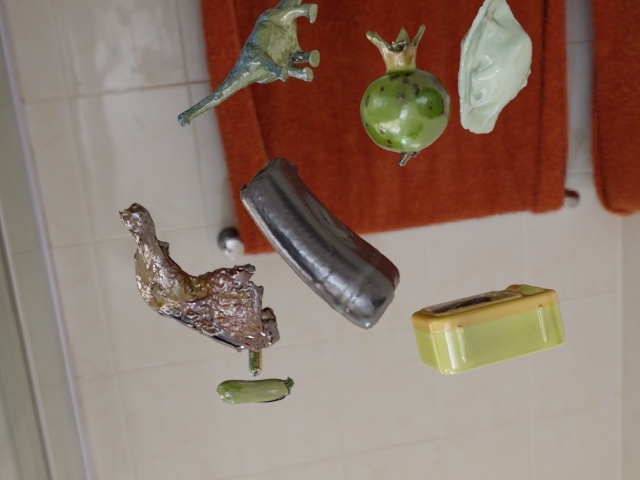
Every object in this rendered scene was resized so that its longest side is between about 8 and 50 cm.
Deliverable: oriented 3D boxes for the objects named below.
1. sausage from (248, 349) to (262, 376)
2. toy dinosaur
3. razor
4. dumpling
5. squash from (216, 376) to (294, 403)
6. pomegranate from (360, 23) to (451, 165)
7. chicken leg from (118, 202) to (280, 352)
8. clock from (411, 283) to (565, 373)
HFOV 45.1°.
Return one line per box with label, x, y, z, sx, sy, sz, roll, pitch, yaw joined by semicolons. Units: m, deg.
sausage;-0.154;0.232;1.812;0.032;0.033;0.269;-6;-149;-2
toy dinosaur;-0.069;-0.295;1.144;0.147;0.076;0.363;18;-112;31
razor;-0.001;0.002;1.405;0.113;0.349;0.204;-45;179;20
dumpling;0.264;-0.259;1.159;0.107;0.219;0.153;-2;-145;15
squash;-0.130;0.309;1.583;0.183;0.052;0.052;6;-176;-38
pomegranate;0.129;-0.245;1.278;0.156;0.220;0.156;-21;173;-3
chicken leg;-0.195;0.073;1.223;0.322;0.177;0.083;30;-145;-9
clock;0.252;0.131;1.175;0.202;0.096;0.143;-14;-176;-10
